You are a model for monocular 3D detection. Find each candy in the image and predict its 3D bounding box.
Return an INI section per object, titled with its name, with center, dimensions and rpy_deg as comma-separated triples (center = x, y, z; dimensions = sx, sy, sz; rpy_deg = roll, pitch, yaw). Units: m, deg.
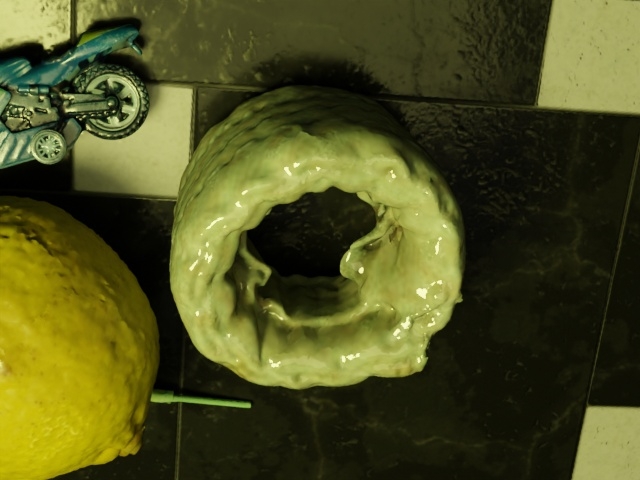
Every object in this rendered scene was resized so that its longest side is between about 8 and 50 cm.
[candy]
center = -0.172, 0.178, 1.204
dimensions = 0.194, 0.058, 0.062
rpy_deg = 9, 119, -18

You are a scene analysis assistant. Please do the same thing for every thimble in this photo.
[thimble]
center = 0.000, 0.000, 1.070
dimensions = 0.292, 0.195, 0.291
rpy_deg = -2, 116, -5

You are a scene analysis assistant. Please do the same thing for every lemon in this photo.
[lemon]
center = -0.301, 0.101, 1.047
dimensions = 0.268, 0.268, 0.321
rpy_deg = -32, 111, 7

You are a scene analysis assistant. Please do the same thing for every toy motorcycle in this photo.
[toy motorcycle]
center = -0.293, -0.141, 1.043
dimensions = 0.255, 0.092, 0.135
rpy_deg = -17, 103, -8
